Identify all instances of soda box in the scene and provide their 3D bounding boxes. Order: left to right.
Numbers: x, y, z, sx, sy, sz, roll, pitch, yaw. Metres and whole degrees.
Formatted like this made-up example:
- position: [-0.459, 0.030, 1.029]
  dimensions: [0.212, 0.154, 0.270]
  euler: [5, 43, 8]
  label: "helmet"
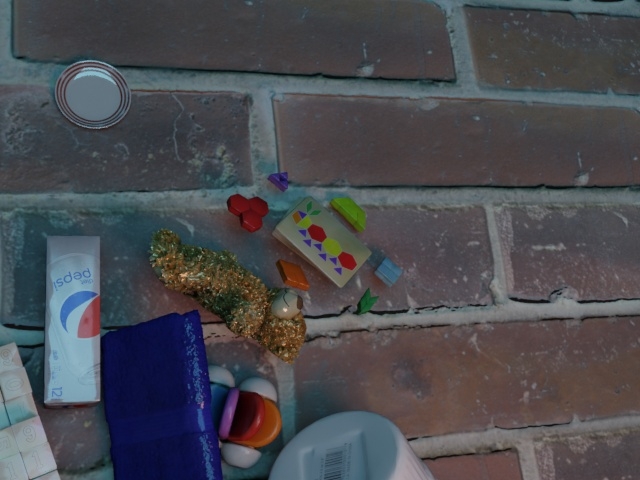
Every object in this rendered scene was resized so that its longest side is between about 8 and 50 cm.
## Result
- position: [-0.424, 0.139, 1.403]
  dimensions: [0.091, 0.098, 0.287]
  euler: [1, 73, -18]
  label: "soda box"

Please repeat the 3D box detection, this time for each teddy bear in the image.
- position: [-0.157, 0.082, 1.445]
  dimensions: [0.338, 0.245, 0.113]
  euler: [34, 91, 0]
  label: "teddy bear"

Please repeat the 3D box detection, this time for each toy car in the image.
- position: [-0.153, 0.303, 1.421]
  dimensions: [0.181, 0.136, 0.159]
  euler: [19, 69, -12]
  label: "toy car"

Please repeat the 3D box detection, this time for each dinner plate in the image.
- position: [-0.433, -0.277, 1.568]
  dimensions: [0.141, 0.017, 0.141]
  euler: [5, 72, -16]
  label: "dinner plate"

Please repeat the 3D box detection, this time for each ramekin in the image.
- position: [0.046, 0.414, 1.363]
  dimensions: [0.277, 0.277, 0.135]
  euler: [-41, 123, -24]
  label: "ramekin"

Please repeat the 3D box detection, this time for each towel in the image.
- position: [-0.261, 0.286, 1.368]
  dimensions: [0.076, 0.227, 0.308]
  euler: [9, 68, -57]
  label: "towel"

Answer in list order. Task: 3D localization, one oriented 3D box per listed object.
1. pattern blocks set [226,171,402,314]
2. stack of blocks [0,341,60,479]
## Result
- position: [0.000, 0.000, 1.570]
  dimensions: [0.325, 0.026, 0.285]
  euler: [48, 43, 8]
  label: "pattern blocks set"
- position: [-0.476, 0.318, 1.292]
  dimensions: [0.087, 0.171, 0.297]
  euler: [-17, 80, -22]
  label: "stack of blocks"
